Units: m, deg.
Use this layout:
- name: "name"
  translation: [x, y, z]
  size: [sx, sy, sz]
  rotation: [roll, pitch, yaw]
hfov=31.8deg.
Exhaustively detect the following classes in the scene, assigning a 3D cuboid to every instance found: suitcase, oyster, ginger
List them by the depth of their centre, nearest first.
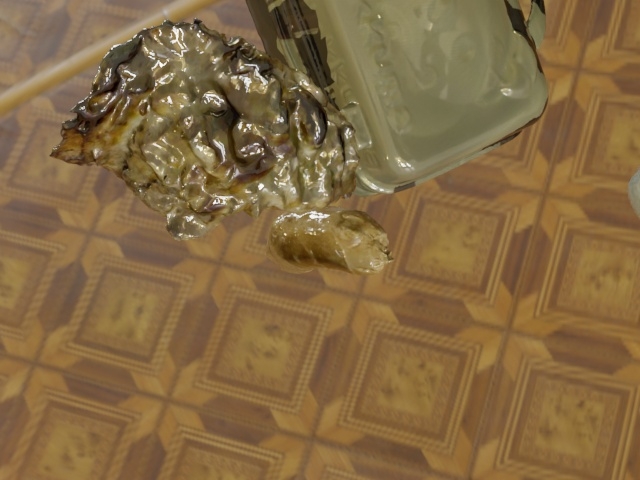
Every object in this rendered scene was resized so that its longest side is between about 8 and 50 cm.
- name: "oyster"
  translation: [-0.049, -0.048, 0.581]
  size: [0.105, 0.177, 0.056]
  rotation: [-49, 48, 17]
- name: "suitcase"
  translation: [0.103, -0.251, 1.206]
  size: [0.339, 0.194, 0.352]
  rotation: [-24, 97, -32]
- name: "ginger"
  translation: [0.000, 0.002, 1.255]
  size: [0.190, 0.095, 0.069]
  rotation: [2, 40, 43]

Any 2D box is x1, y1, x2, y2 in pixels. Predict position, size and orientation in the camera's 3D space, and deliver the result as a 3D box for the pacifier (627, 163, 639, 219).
- name: "pacifier"
  translation: [0.354, -0.059, 0.811]
  size: [0.273, 0.220, 0.332]
  rotation: [-21, 100, 22]
